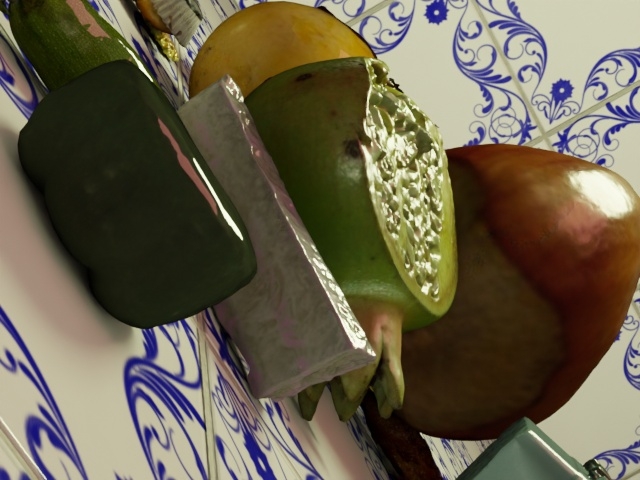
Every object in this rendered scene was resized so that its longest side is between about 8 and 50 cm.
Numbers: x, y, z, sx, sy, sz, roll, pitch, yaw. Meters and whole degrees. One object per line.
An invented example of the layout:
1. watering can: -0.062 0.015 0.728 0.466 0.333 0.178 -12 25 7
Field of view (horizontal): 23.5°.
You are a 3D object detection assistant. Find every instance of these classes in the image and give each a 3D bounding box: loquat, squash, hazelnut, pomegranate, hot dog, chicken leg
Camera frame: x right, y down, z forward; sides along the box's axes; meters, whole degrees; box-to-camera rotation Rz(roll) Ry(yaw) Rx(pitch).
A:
1. loquat: -0.040 -0.167 1.792 0.235 0.235 0.235 60 5 -9
2. squash: -0.154 -0.098 1.168 0.318 0.080 0.071 53 47 -47
3. hazelnut: 0.202 0.049 1.763 0.365 0.366 0.366 60 5 -9
4. pomegranate: 0.000 0.000 1.498 0.310 0.216 0.358 47 45 -61
5. hot dog: -0.214 -0.337 1.880 0.131 0.069 0.252 45 13 -54
6. chicken leg: 0.084 0.232 1.815 0.205 0.053 0.093 66 -15 -7

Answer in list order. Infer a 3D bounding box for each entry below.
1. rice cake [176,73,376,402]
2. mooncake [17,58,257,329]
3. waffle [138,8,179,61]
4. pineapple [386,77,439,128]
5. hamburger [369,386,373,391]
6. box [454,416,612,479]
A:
1. rice cake: -0.064 -0.001 1.320 0.050 0.106 0.298 28 32 -61
2. mooncake: -0.115 -0.028 0.982 0.168 0.104 0.175 50 9 -48
3. waffle: -0.199 -0.257 1.914 0.078 0.016 0.085 63 6 18
4. pineapple: -0.043 -0.120 2.076 0.209 0.286 0.344 4 -26 49
5. hamburger: 0.089 0.173 2.006 0.126 0.082 0.141 -110 -179 -51
6. box: 0.187 0.290 1.569 0.130 0.227 0.162 46 4 4
